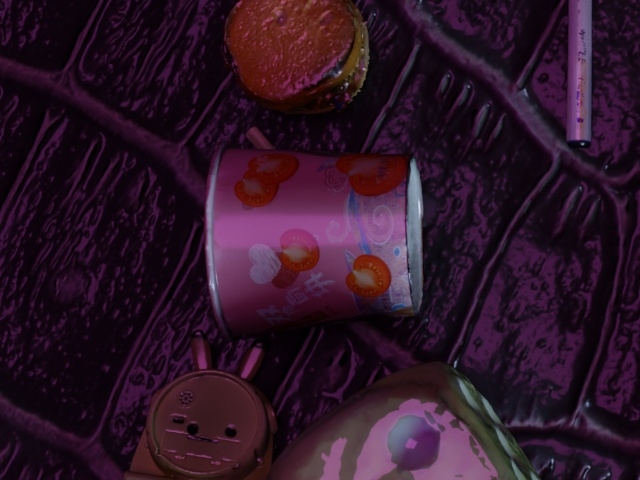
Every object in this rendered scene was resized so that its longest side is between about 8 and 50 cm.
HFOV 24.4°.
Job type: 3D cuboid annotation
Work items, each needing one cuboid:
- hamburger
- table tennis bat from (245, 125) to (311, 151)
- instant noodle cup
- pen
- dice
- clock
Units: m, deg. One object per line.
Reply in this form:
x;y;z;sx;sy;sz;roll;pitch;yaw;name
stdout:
-0.035;-0.243;1.860;0.191;0.118;0.182;-6;73;12;hamburger
-0.042;-0.087;1.881;0.087;0.013;0.156;-43;70;5;table tennis bat
0.000;0.000;1.741;0.231;0.243;0.243;-1;77;10;instant noodle cup
0.315;-0.243;1.798;0.033;0.033;0.269;0;78;17;pen
0.106;0.297;1.622;0.252;0.254;0.250;-36;67;8;dice
-0.134;0.222;1.787;0.170;0.069;0.232;7;61;8;clock
